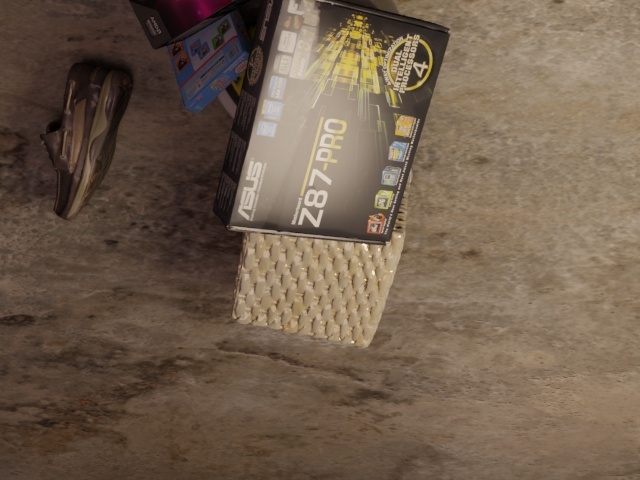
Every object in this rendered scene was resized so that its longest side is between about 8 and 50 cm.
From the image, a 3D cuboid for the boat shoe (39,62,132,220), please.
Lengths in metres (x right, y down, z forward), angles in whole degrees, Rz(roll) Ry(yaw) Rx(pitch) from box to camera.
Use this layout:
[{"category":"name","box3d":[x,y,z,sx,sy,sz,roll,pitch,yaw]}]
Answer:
[{"category":"boat shoe","box3d":[-0.492,-0.207,1.738,0.130,0.132,0.355,25,116,-3]}]

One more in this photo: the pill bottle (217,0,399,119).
[{"category":"pill bottle","box3d":[-0.027,-0.350,1.551,0.334,0.188,0.188,-34,118,24]}]

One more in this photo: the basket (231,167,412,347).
[{"category":"basket","box3d":[0.000,0.000,1.767,0.328,0.266,0.331,12,125,-5]}]

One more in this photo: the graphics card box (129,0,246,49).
[{"category":"graphics card box","box3d":[-0.184,-0.494,1.398,0.371,0.094,0.233,-17,104,38]}]

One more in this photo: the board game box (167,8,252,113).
[{"category":"board game box","box3d":[-0.206,-0.360,1.545,0.160,0.211,0.039,-37,147,27]}]

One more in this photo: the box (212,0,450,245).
[{"category":"box","box3d":[0.017,-0.198,1.423,0.318,0.097,0.395,7,109,-28]}]
